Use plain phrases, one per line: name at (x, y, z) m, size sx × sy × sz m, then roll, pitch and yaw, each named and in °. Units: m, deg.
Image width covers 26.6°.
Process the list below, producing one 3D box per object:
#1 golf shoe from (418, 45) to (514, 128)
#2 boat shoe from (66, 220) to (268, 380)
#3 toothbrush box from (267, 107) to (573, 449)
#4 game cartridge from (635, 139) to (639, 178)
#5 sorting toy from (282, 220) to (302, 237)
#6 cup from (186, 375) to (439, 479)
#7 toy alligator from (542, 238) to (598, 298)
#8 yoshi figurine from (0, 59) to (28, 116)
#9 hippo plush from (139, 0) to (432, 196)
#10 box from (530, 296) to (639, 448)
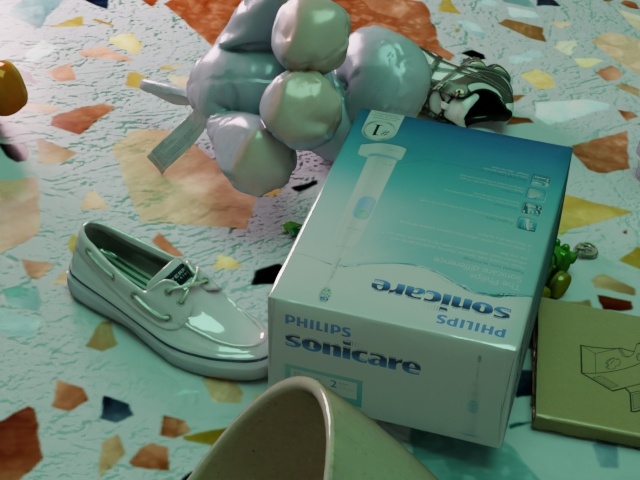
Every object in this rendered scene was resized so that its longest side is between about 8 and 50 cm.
golf shoe at (0.141, -0.180, 1.623) m, size 0.198 × 0.077 × 0.094 m, roll 0°, pitch 37°, yaw -11°
boat shoe at (-0.138, 0.053, 1.241) m, size 0.226 × 0.076 × 0.083 m, roll 22°, pitch 38°, yaw 16°
toothbrush box at (0.097, 0.024, 1.241) m, size 0.216 × 0.126 × 0.295 m, roll 11°, pitch 40°, yaw 11°
game cartridge at (0.508, -0.183, 1.612) m, size 0.294 × 0.196 × 0.060 m, roll -19°, pitch 44°, yaw -33°
sorting toy at (0.000, 0.000, 1.399) m, size 0.083 × 0.012 × 0.062 m, roll 9°, pitch 36°, yaw -1°
cup at (0.016, 0.281, 0.815) m, size 0.237 × 0.331 × 0.331 m, roll 29°, pitch 33°, yaw -15°
toy alligator at (0.234, 0.023, 1.391) m, size 0.056 × 0.051 × 0.190 m, roll 34°, pitch 42°, yaw 28°
yoshi figurine at (-0.469, -0.150, 1.347) m, size 0.362 × 0.203 × 0.203 m, roll -27°, pitch 56°, yaw -36°
hippo plush at (-0.007, -0.132, 1.447) m, size 0.236 × 0.294 × 0.234 m, roll 16°, pitch 48°, yaw -37°
box at (0.299, 0.130, 1.277) m, size 0.201 × 0.021 × 0.164 m, roll 11°, pitch 41°, yaw 1°
